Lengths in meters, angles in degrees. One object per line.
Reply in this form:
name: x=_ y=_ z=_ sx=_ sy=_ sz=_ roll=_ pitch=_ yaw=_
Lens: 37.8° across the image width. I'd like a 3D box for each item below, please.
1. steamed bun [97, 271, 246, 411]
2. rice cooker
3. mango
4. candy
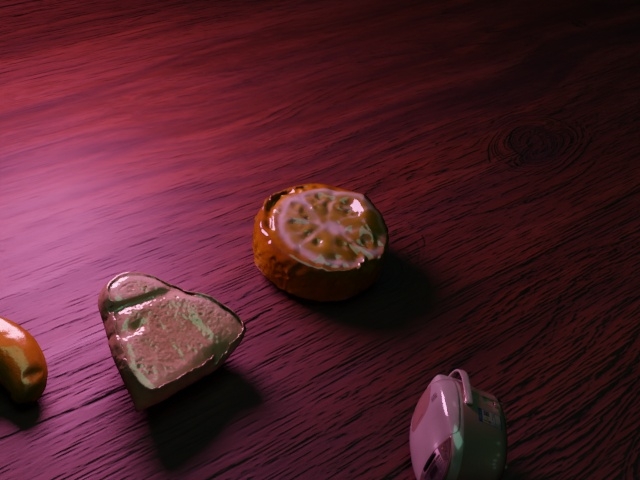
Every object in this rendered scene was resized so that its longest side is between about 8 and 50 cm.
steamed bun: x=-0.257 y=0.147 z=1.475 sx=0.231 sy=0.110 sz=0.212 roll=-27 pitch=68 yaw=-42
rice cooker: x=0.202 y=0.290 z=1.369 sx=0.127 sy=0.145 sz=0.206 roll=21 pitch=34 yaw=-6
mango: x=-0.482 y=0.172 z=1.420 sx=0.190 sy=0.075 sz=0.098 roll=34 pitch=59 yaw=23
candy: x=0.000 y=0.000 z=1.718 sx=0.260 sy=0.118 sz=0.260 roll=6 pitch=40 yaw=-5
